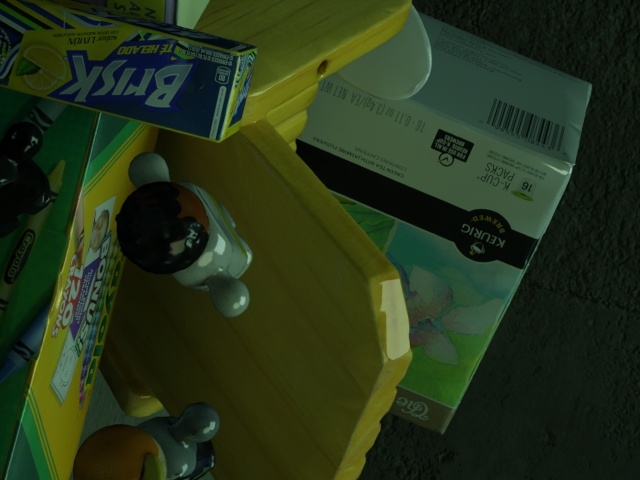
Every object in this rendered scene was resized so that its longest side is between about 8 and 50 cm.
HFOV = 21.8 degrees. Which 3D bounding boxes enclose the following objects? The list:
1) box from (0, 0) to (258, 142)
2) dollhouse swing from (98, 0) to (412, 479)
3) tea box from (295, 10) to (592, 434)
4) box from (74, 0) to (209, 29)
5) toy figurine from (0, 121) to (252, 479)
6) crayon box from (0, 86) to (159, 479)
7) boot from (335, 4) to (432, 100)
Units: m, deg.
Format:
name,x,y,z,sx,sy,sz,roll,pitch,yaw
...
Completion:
name,x,y,z,sx,sy,sz,roll,pitch,yaw
box,-0.125,-0.104,0.950,0.059,0.169,0.054,-50,154,-76
dollhouse swing,0.000,0.000,1.271,0.315,0.305,0.347,-35,154,-42
tea box,0.045,-0.045,1.626,0.220,0.329,0.323,-64,176,-60
box,-0.103,-0.270,1.024,0.243,0.117,0.213,-69,171,-51
toy figurine,-0.149,0.046,0.906,0.148,0.210,0.213,27,76,-78
crayon box,-0.188,0.029,1.080,0.165,0.081,0.278,29,75,-83
boot,-0.001,-0.225,1.468,0.095,0.258,0.123,-44,179,6
